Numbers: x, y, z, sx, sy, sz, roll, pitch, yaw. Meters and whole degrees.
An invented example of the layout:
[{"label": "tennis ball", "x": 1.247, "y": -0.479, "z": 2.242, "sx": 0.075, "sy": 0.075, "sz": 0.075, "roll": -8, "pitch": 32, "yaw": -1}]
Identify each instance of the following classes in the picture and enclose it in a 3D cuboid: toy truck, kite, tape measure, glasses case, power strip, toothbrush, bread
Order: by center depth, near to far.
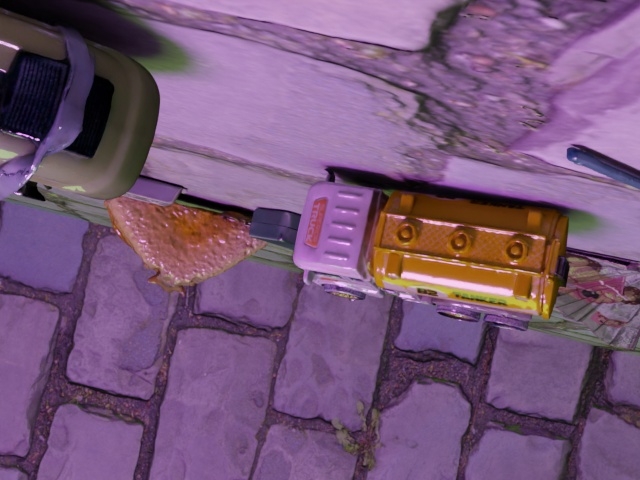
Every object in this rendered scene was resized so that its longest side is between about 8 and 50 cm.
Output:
[{"label": "tape measure", "x": -0.178, "y": -0.075, "z": 0.573, "sx": 0.175, "sy": 0.106, "sz": 0.200, "roll": 18, "pitch": 177, "yaw": -7}, {"label": "toothbrush", "x": 0.201, "y": -0.026, "z": 0.624, "sx": 0.167, "sy": 0.014, "sz": 0.011, "roll": 17, "pitch": -177, "yaw": -35}, {"label": "toy truck", "x": 0.090, "y": 0.006, "z": 0.849, "sx": 0.227, "sy": 0.098, "sz": 0.114, "roll": 9, "pitch": 170, "yaw": 22}, {"label": "kite", "x": 0.246, "y": 0.050, "z": 1.092, "sx": 0.323, "sy": 0.013, "sz": 0.268, "roll": 31, "pitch": 156, "yaw": -26}, {"label": "power strip", "x": -0.291, "y": -0.083, "z": 1.307, "sx": 0.253, "sy": 0.027, "sz": 0.060, "roll": 14, "pitch": 175, "yaw": -12}, {"label": "glasses case", "x": 0.000, "y": 0.000, "z": 1.377, "sx": 0.184, "sy": 0.039, "sz": 0.078, "roll": 17, "pitch": 175, "yaw": -39}, {"label": "bread", "x": -0.190, "y": 0.007, "z": 1.444, "sx": 0.252, "sy": 0.133, "sz": 0.174, "roll": 16, "pitch": 173, "yaw": -16}]
